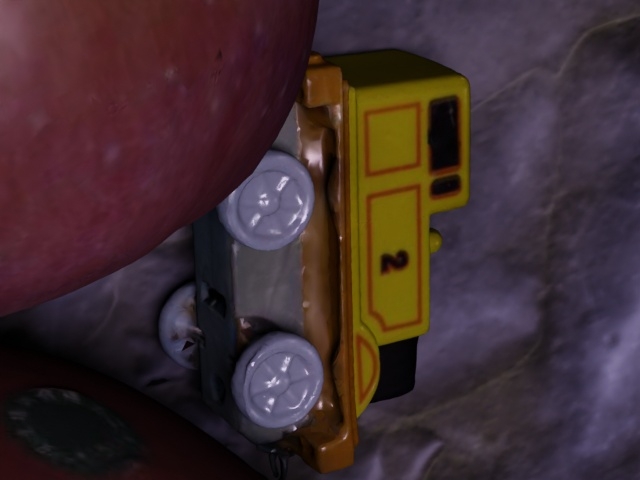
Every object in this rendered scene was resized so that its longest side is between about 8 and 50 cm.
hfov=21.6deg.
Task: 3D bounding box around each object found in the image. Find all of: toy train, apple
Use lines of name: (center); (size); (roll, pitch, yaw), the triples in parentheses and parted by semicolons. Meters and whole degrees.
toy train: (0.000, 0.000, 0.715); (0.127, 0.089, 0.219); (-12, 112, -25)
apple: (-0.151, -0.082, 0.531); (0.305, 0.306, 0.235); (-25, 98, -8)

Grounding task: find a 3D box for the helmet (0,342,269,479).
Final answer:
helmet: (-0.170, 0.175, 0.631); (0.385, 0.337, 0.230); (-45, 76, 19)
